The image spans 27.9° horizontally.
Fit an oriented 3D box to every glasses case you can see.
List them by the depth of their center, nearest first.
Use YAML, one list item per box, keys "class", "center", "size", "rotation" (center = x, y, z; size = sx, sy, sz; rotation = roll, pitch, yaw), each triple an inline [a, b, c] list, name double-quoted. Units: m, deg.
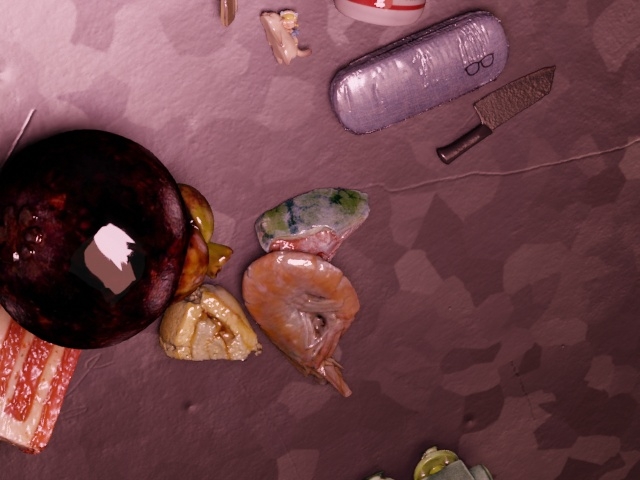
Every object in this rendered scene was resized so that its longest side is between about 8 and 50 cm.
- class: "glasses case"
  center: [0.146, -0.245, 1.884]
  size: [0.282, 0.067, 0.109]
  rotation: [-25, 119, -9]

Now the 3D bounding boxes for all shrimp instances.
- class: "shrimp"
  center: [-0.007, 0.127, 1.989]
  size: [0.168, 0.077, 0.317]
  rotation: [-16, 131, 21]

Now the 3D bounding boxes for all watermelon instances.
- class: "watermelon"
  center: [0.000, 0.000, 1.956]
  size: [0.187, 0.071, 0.139]
  rotation: [-16, 124, -13]

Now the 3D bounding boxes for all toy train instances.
- class: "toy train"
  center: [0.181, 0.484, 2.218]
  size: [0.272, 0.159, 0.188]
  rotation: [-26, 128, -7]

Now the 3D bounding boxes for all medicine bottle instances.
- class: "medicine bottle"
  center: [0.096, -0.423, 1.736]
  size: [0.131, 0.131, 0.250]
  rotation: [1, 116, -21]

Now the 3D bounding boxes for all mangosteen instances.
- class: "mangosteen"
  center: [-0.299, -0.011, 1.727]
  size: [0.297, 0.313, 0.297]
  rotation: [10, 118, 21]

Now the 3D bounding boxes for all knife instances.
- class: "knife"
  center: [0.271, -0.200, 1.983]
  size: [0.230, 0.028, 0.060]
  rotation: [-34, 110, -4]

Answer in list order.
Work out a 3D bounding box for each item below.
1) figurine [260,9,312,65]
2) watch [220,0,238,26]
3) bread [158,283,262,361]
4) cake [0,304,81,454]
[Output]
- class: "figurine"
  center: [-0.048, -0.289, 1.807]
  size: [0.051, 0.047, 0.083]
  rotation: [-32, 116, -21]
- class: "watch"
  center: [-0.050, -0.414, 1.709]
  size: [0.165, 0.102, 0.268]
  rotation: [3, 117, -2]
- class: "bread"
  center: [-0.160, 0.117, 1.941]
  size: [0.156, 0.103, 0.110]
  rotation: [-1, 104, -26]
- class: "cake"
  center: [-0.424, 0.172, 1.826]
  size: [0.158, 0.159, 0.262]
  rotation: [26, 103, -26]
